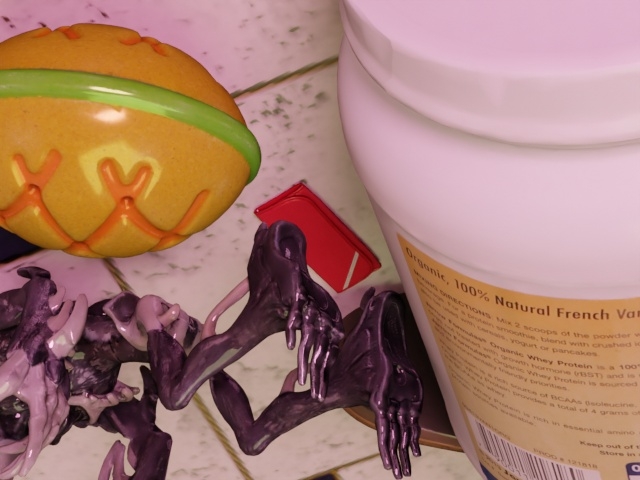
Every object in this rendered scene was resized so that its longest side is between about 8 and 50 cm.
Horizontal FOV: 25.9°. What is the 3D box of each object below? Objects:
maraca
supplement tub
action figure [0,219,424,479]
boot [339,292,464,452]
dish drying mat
[{"bbox_3d":[-0.118,-0.045,0.608,0.185,0.099,0.127,7,158,-3],"label":"maraca"},{"bbox_3d":[0.136,-0.027,0.599,0.228,0.228,0.316,-19,137,4],"label":"supplement tub"},{"bbox_3d":[-0.099,0.082,0.672,0.275,0.141,0.164,-14,140,31],"label":"action figure"},{"bbox_3d":[0.134,0.101,0.831,0.305,0.112,0.115,6,144,-24],"label":"boot"},{"bbox_3d":[0.000,0.000,0.752,0.032,0.008,0.083,-30,135,17],"label":"dish drying mat"}]
